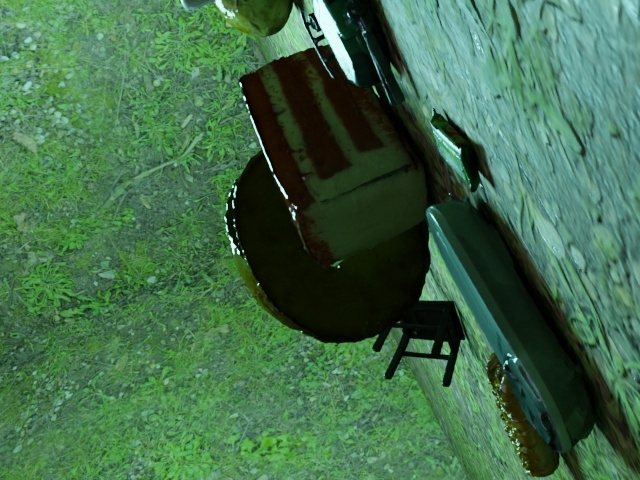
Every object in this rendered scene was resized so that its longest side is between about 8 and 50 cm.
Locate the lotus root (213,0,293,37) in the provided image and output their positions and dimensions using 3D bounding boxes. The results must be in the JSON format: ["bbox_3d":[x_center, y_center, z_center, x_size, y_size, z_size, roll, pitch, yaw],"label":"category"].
[{"bbox_3d":[-0.100,-0.385,1.549,0.138,0.138,0.214,65,-170,17],"label":"lotus root"}]

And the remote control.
[{"bbox_3d":[0.159,0.066,0.843,0.104,0.052,0.247,65,179,-60],"label":"remote control"}]

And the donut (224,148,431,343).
[{"bbox_3d":[0.000,0.000,1.239,0.272,0.272,0.107,65,155,4],"label":"donut"}]

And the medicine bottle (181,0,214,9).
[{"bbox_3d":[-0.134,-0.404,1.347,0.135,0.169,0.135,155,90,-88],"label":"medicine bottle"}]

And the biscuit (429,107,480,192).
[{"bbox_3d":[0.113,-0.077,0.828,0.089,0.016,0.046,-118,5,-60],"label":"biscuit"}]

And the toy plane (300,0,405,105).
[{"bbox_3d":[0.014,-0.236,0.962,0.235,0.060,0.096,62,171,-10],"label":"toy plane"}]

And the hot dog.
[{"bbox_3d":[0.211,0.182,1.021,0.071,0.045,0.165,-120,6,-54],"label":"hot dog"}]

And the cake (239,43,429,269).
[{"bbox_3d":[0.021,-0.097,1.165,0.159,0.158,0.262,68,179,-49],"label":"cake"}]

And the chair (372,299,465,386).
[{"bbox_3d":[0.155,0.095,1.404,0.084,0.102,0.212,68,-146,-43],"label":"chair"}]
